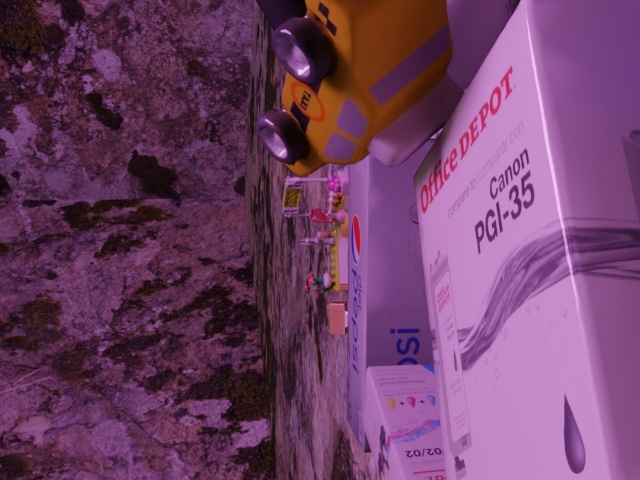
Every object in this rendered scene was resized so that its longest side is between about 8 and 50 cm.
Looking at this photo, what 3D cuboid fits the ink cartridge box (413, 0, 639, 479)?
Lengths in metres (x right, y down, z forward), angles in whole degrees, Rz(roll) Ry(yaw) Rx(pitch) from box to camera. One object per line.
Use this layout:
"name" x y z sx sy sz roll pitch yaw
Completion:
"ink cartridge box" 0.135 0.055 0.418 0.207 0.117 0.283 113 154 -69

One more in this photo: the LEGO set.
"LEGO set" 0.000 0.000 1.234 0.132 0.107 0.287 -106 18 -56

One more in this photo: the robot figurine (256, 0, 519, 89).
"robot figurine" 0.033 -0.231 0.642 0.278 0.209 0.173 61 179 -10

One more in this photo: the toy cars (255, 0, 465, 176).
"toy cars" 0.093 -0.161 0.443 0.394 0.087 0.176 -50 -9 27

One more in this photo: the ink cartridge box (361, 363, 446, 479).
"ink cartridge box" 0.102 0.175 0.665 0.181 0.104 0.062 -108 19 -57

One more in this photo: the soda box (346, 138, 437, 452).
"soda box" 0.079 0.048 0.803 0.091 0.098 0.286 -136 46 -78
